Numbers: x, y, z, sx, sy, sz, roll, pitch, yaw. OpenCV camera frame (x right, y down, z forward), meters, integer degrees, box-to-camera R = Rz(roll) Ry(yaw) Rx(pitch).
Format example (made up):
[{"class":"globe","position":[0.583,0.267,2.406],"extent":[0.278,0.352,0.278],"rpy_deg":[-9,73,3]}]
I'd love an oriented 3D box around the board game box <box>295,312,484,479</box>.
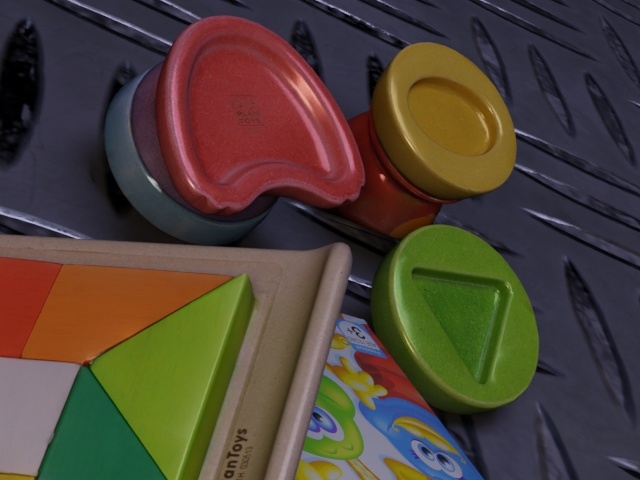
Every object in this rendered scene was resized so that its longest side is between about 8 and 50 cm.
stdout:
[{"class":"board game box","position":[-0.004,0.155,0.620],"extent":[0.142,0.144,0.275],"rpy_deg":[18,24,-39]}]

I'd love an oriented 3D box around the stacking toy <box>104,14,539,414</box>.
[{"class":"stacking toy","position":[0.000,0.000,1.026],"extent":[0.309,0.130,0.279],"rpy_deg":[6,63,-38]}]

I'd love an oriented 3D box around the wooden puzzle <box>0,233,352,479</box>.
[{"class":"wooden puzzle","position":[-0.121,0.076,0.564],"extent":[0.239,0.044,0.221],"rpy_deg":[0,46,18]}]
